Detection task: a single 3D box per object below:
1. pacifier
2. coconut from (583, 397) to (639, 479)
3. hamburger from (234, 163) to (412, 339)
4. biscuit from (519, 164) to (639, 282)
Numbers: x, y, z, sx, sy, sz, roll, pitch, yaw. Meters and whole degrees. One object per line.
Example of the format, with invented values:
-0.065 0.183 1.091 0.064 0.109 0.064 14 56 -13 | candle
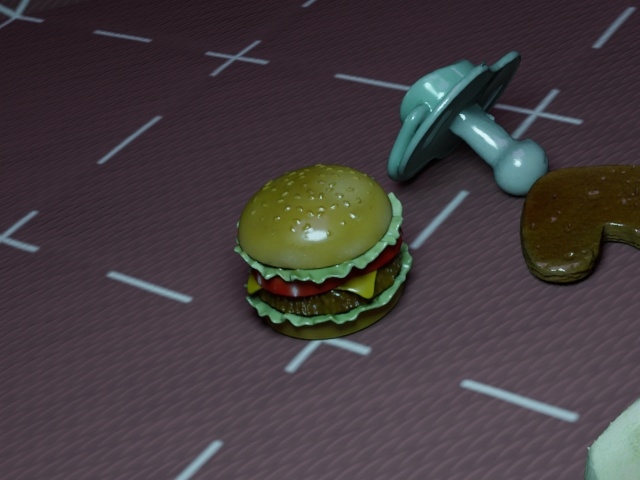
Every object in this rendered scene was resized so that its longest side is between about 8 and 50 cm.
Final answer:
0.266 -0.171 2.246 0.269 0.288 0.343 45 34 14 | pacifier
0.430 0.267 1.508 0.230 0.227 0.227 -41 26 24 | coconut
0.000 0.000 2.040 0.274 0.212 0.274 -8 34 6 | hamburger
0.456 -0.025 2.091 0.277 0.052 0.262 -4 40 10 | biscuit
